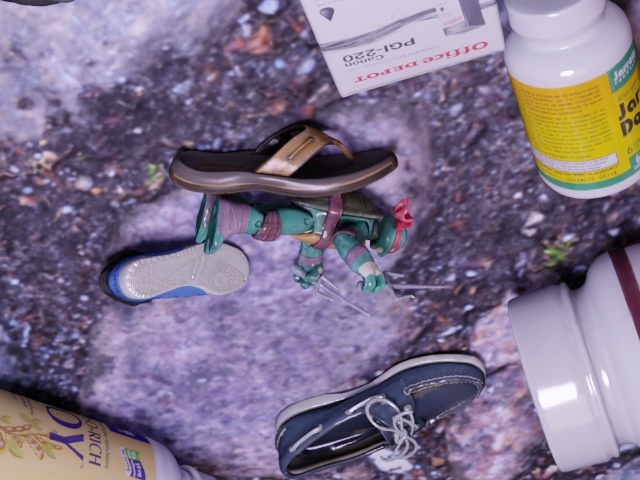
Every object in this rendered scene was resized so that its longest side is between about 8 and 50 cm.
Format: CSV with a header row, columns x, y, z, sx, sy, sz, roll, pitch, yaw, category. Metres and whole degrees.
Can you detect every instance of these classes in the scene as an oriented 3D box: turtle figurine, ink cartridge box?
x,y,z,sx,sy,sz,roll,pitch,yaw,category
0.000,0.000,1.483,0.234,0.118,0.175,12,170,-14,turtle figurine
0.061,-0.222,1.251,0.158,0.092,0.218,-16,158,7,ink cartridge box

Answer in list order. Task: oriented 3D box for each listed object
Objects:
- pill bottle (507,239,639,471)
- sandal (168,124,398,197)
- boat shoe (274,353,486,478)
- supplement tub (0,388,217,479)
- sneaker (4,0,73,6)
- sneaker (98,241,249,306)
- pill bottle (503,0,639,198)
x,y,z,sx,sy,sz,roll,pitch,yaw,category
0.404,0.092,1.527,0.392,0.224,0.224,-18,130,10,pill bottle
-0.035,-0.082,1.439,0.219,0.090,0.060,2,109,1,sandal
0.067,0.199,1.681,0.254,0.079,0.095,-17,130,9,boat shoe
-0.295,0.305,1.630,0.331,0.241,0.241,22,125,-23,supplement tub
-0.351,-0.273,1.226,0.340,0.125,0.139,20,154,-25,sneaker
-0.153,0.033,1.535,0.152,0.084,0.058,-10,95,-37,sneaker
0.233,-0.149,1.370,0.117,0.118,0.208,-17,130,9,pill bottle
